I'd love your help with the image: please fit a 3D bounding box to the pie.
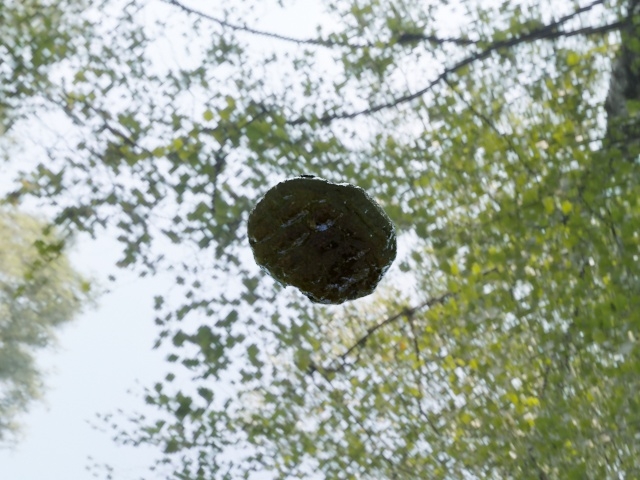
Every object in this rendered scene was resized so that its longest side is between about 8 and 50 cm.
[{"bbox_3d":[0.000,0.000,0.557,0.084,0.084,0.020,-11,-151,19],"label":"pie"}]
